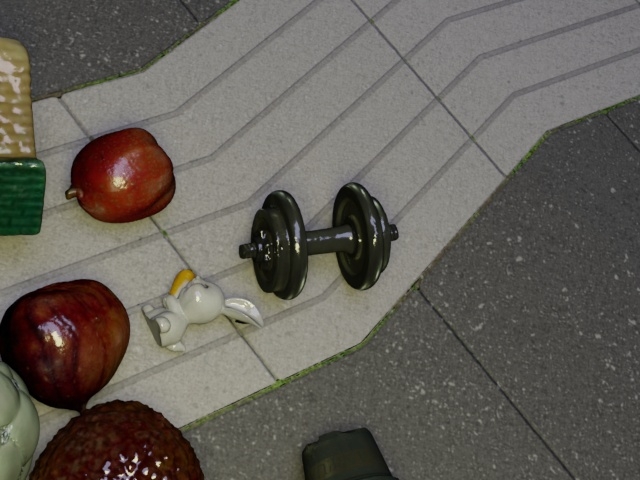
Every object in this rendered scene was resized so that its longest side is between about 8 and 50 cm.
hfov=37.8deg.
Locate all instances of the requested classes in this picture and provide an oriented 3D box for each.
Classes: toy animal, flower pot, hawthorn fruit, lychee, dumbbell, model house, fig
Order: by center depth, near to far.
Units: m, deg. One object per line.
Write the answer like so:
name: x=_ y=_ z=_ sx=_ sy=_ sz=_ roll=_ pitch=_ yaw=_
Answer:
flower pot: x=-0.506 y=0.260 z=1.262 sx=0.246 sy=0.246 sz=0.195 roll=-2 pitch=88 yaw=-19
lychee: x=-0.288 y=0.361 z=1.319 sx=0.261 sy=0.260 sz=0.260 roll=7 pitch=63 yaw=-15
model house: x=-0.631 y=-0.114 z=1.413 sx=0.382 sy=0.334 sz=0.342 roll=-3 pitch=76 yaw=-25
fig: x=-0.386 y=0.188 z=1.419 sx=0.186 sy=0.204 sz=0.249 roll=-1 pitch=100 yaw=15
flower pot: x=0.040 y=0.366 z=1.479 sx=0.158 sy=0.157 sz=0.106 roll=-3 pitch=53 yaw=-20
toy animal: x=-0.198 y=0.115 z=1.565 sx=0.182 sy=0.131 sz=0.127 roll=-25 pitch=107 yaw=-19
hawthorn fruit: x=-0.343 y=-0.103 z=1.576 sx=0.188 sy=0.169 sz=0.169 roll=-28 pitch=76 yaw=-24
dumbbell: x=0.000 y=0.000 z=1.616 sx=0.290 sy=0.192 sz=0.192 roll=-7 pitch=67 yaw=-20
